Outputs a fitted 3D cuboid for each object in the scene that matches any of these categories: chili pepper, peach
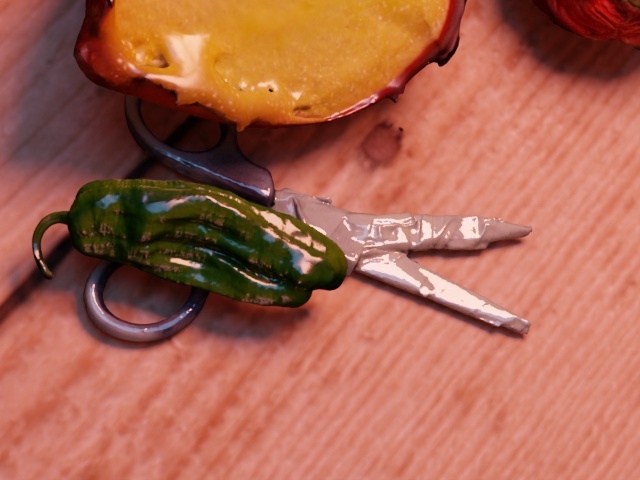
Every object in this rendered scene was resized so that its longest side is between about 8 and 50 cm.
[{"bbox_3d":[-0.104,0.000,1.536,0.257,0.100,0.074,15,29,-1],"label":"chili pepper"},{"bbox_3d":[-0.067,-0.221,1.599,0.361,0.201,0.258,-24,114,-21],"label":"peach"}]

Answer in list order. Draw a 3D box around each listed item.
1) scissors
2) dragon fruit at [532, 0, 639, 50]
[{"bbox_3d":[0.000,0.000,1.612,0.383,0.029,0.256,14,65,-5],"label":"scissors"},{"bbox_3d":[0.259,-0.281,1.697,0.192,0.274,0.193,30,105,-22],"label":"dragon fruit"}]
